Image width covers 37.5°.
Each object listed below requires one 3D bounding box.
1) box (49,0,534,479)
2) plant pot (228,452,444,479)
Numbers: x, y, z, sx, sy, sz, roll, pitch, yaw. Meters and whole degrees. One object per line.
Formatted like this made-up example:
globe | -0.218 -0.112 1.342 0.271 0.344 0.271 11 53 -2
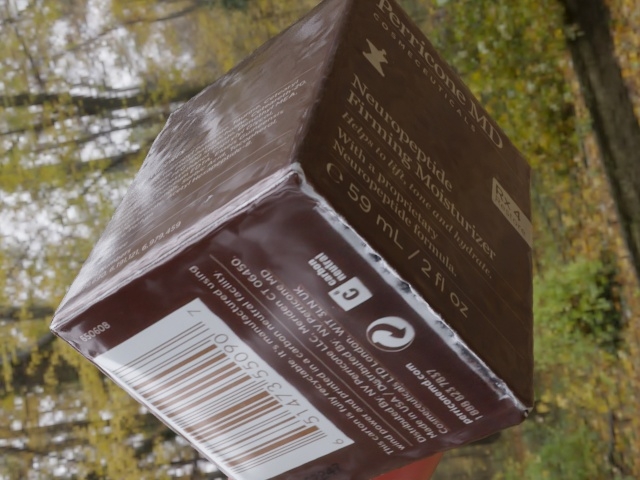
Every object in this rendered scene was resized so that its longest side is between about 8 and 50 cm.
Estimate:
box | 0.000 0.000 0.505 0.168 0.167 0.203 45 -146 -22
plant pot | 0.018 0.211 1.054 0.275 0.275 0.243 -68 -7 -77
